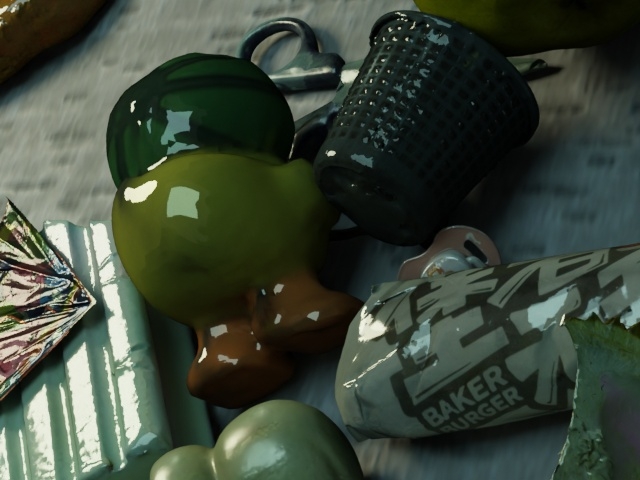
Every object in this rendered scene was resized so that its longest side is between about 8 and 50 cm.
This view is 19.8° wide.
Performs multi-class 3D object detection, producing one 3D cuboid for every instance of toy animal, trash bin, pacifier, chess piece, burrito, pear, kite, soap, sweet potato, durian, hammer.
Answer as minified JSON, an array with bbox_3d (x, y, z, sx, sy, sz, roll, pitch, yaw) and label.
[{"bbox_3d":[-0.100,-0.030,1.706,0.216,0.191,0.338,-36,56,30],"label":"toy animal"},{"bbox_3d":[0.079,-0.090,1.620,0.175,0.175,0.161,13,57,44],"label":"trash bin"},{"bbox_3d":[0.118,0.029,1.619,0.099,0.081,0.078,-41,10,17],"label":"pacifier"},{"bbox_3d":[-0.116,0.256,1.578,0.330,0.182,0.182,-33,45,9],"label":"chess piece"},{"bbox_3d":[0.207,0.070,1.477,0.445,0.101,0.139,-14,62,32],"label":"burrito"},{"bbox_3d":[0.191,-0.324,1.644,0.287,0.287,0.375,-34,39,17],"label":"pear"},{"bbox_3d":[-0.303,0.084,1.789,0.234,0.016,0.321,-10,56,34],"label":"kite"},{"bbox_3d":[-0.227,0.134,1.782,0.208,0.115,0.347,-33,45,17],"label":"soap"},{"bbox_3d":[-0.380,-0.245,2.191,0.354,0.095,0.106,-32,5,14],"label":"sweet potato"},{"bbox_3d":[0.221,0.219,1.315,0.172,0.166,0.306,13,80,47],"label":"durian"},{"bbox_3d":[0.000,0.000,1.759,0.292,0.029,0.058,-11,52,36],"label":"hammer"}]

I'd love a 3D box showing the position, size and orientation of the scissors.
[{"bbox_3d":[0.061,-0.164,1.817,0.383,0.029,0.256,-18,51,29],"label":"scissors"}]
